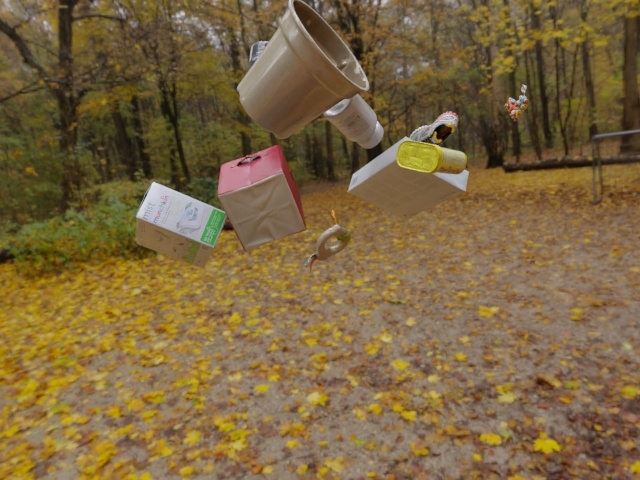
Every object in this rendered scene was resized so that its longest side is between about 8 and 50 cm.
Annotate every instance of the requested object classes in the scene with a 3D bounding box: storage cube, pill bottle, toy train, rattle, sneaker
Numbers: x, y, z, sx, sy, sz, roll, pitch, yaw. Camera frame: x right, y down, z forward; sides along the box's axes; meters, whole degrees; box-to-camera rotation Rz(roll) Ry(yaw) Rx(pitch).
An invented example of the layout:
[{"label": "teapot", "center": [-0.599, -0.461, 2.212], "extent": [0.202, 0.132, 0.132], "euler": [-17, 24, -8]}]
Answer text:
[{"label": "storage cube", "center": [-0.156, -0.116, 1.291], "extent": [0.183, 0.215, 0.193], "euler": [-19, 31, 3]}, {"label": "pill bottle", "center": [-0.220, -0.633, 1.843], "extent": [0.130, 0.246, 0.130], "euler": [4, -14, 1]}, {"label": "toy train", "center": [0.839, -0.590, 2.046], "extent": [0.046, 0.125, 0.166], "euler": [-6, -15, -3]}, {"label": "pill bottle", "center": [0.120, -0.418, 1.636], "extent": [0.131, 0.131, 0.229], "euler": [0, -21, 38]}, {"label": "rattle", "center": [0.000, 0.000, 1.696], "extent": [0.200, 0.143, 0.130], "euler": [-45, -24, 18]}, {"label": "sneaker", "center": [0.414, -0.393, 1.780], "extent": [0.225, 0.088, 0.093], "euler": [-36, 24, 38]}]

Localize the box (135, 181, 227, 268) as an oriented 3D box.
[{"label": "box", "center": [-0.427, -0.032, 1.435], "extent": [0.231, 0.127, 0.262], "euler": [23, -23, -12]}]

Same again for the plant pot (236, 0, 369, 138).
[{"label": "plant pot", "center": [-0.073, -0.485, 1.433], "extent": [0.305, 0.334, 0.334], "euler": [-37, -4, 27]}]

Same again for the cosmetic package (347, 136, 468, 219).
[{"label": "cosmetic package", "center": [0.319, -0.219, 1.788], "extent": [0.284, 0.098, 0.377], "euler": [26, -23, -18]}]

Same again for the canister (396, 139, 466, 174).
[{"label": "canister", "center": [0.303, -0.220, 1.273], "extent": [0.126, 0.073, 0.169], "euler": [21, 17, 39]}]
